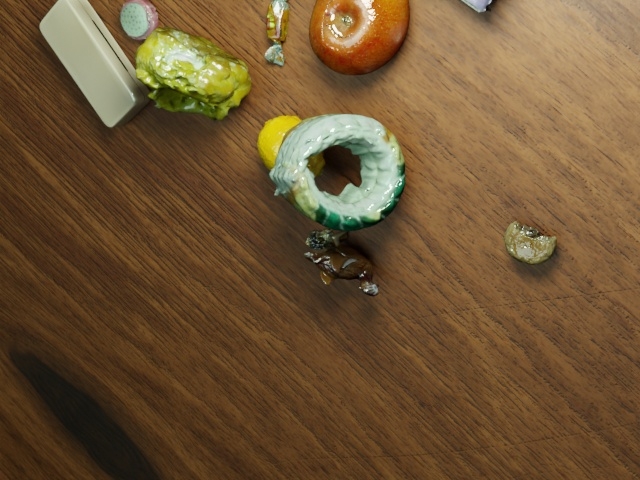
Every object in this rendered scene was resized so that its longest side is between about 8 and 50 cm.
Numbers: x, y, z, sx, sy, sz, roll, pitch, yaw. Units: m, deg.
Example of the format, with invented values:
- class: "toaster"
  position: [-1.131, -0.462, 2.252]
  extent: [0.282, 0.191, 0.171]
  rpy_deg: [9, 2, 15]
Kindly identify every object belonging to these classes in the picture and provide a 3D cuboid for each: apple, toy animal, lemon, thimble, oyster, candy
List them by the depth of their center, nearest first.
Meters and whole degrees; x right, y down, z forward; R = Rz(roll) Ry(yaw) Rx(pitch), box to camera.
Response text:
- class: "apple"
  position: [0.078, -0.466, 1.579]
  extent: [0.210, 0.173, 0.235]
  rpy_deg: [20, 115, 18]
- class: "thimble"
  position: [0.038, -0.153, 1.650]
  extent: [0.288, 0.167, 0.254]
  rpy_deg: [-2, 100, -20]
- class: "candy"
  position: [-0.101, -0.499, 1.729]
  extent: [0.053, 0.046, 0.182]
  rpy_deg: [13, 112, 20]
- class: "lemon"
  position: [-0.068, -0.214, 1.766]
  extent: [0.187, 0.142, 0.142]
  rpy_deg: [41, 121, 8]
- class: "toy animal"
  position: [0.052, 0.067, 1.791]
  extent: [0.089, 0.188, 0.179]
  rpy_deg: [-59, 44, 34]
- class: "oyster"
  position: [-0.003, 0.000, 1.883]
  extent: [0.083, 0.019, 0.054]
  rpy_deg: [-9, 105, 29]
- class: "candy"
  position: [-0.459, -0.560, 1.885]
  extent: [0.103, 0.043, 0.103]
  rpy_deg: [8, 112, 21]

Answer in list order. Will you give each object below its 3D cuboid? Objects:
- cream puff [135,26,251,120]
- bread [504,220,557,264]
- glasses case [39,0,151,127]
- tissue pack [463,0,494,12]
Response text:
- class: "cream puff"
  position: [-0.309, -0.377, 1.750]
  extent: [0.281, 0.282, 0.185]
  rpy_deg: [34, 112, 11]
- class: "bread"
  position: [0.458, 0.009, 1.636]
  extent: [0.113, 0.060, 0.082]
  rpy_deg: [27, 118, 17]
- class: "glasses case"
  position: [-0.594, -0.472, 1.964]
  extent: [0.144, 0.076, 0.337]
  rpy_deg: [-32, 93, 32]
- class: "tissue pack"
  position: [0.318, -0.650, 1.419]
  extent: [0.242, 0.125, 0.344]
  rpy_deg: [38, 120, 9]
